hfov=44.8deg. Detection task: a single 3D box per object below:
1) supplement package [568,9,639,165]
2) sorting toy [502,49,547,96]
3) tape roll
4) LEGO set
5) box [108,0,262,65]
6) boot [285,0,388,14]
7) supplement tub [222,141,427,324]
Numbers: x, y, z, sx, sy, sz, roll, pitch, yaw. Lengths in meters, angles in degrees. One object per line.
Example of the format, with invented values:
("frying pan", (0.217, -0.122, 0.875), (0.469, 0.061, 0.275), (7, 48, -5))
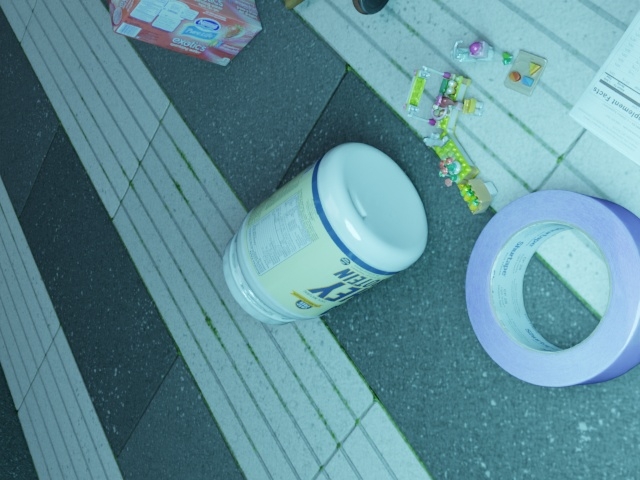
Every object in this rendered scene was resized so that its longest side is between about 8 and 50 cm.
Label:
("supplement package", (0.457, -0.127, 0.887), (0.204, 0.262, 0.145), (49, 119, 38))
("sorting toy", (0.315, -0.271, 1.238), (0.083, 0.012, 0.062), (37, 111, 42))
("tape roll", (0.344, 0.068, 1.107), (0.275, 0.090, 0.274), (-8, 78, 45))
("LEGO set", (0.207, -0.185, 1.271), (0.132, 0.107, 0.287), (-5, 81, 46))
("box", (-0.298, -0.515, 1.705), (0.154, 0.300, 0.142), (-34, 62, 39))
("boot", (0.015, -0.523, 1.527), (0.280, 0.096, 0.264), (-14, 75, 46))
("supplement tub", (0.000, 0.000, 1.371), (0.325, 0.235, 0.235), (-34, 62, 39))
